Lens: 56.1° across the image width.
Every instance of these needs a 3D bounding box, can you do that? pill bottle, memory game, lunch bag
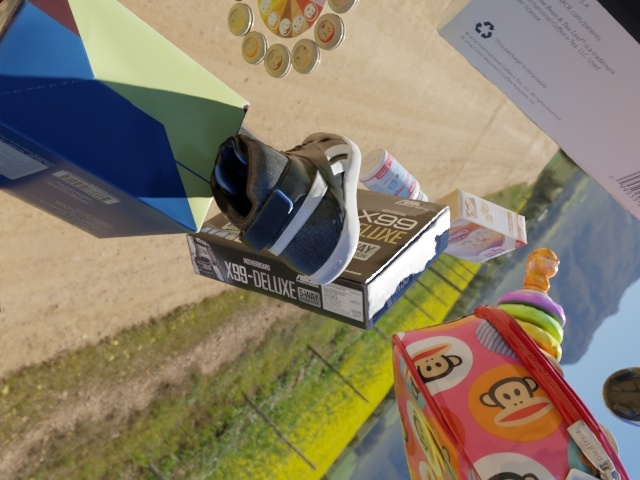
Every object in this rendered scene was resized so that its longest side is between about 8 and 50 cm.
[{"bbox_3d":[0.159,-0.122,1.317,0.087,0.160,0.087,-39,-153,25],"label":"pill bottle"},{"bbox_3d":[-0.036,-0.266,0.638,0.012,0.186,0.186,-13,141,-52],"label":"memory game"},{"bbox_3d":[0.154,0.224,0.474,0.120,0.258,0.293,-17,117,-3],"label":"lunch bag"}]

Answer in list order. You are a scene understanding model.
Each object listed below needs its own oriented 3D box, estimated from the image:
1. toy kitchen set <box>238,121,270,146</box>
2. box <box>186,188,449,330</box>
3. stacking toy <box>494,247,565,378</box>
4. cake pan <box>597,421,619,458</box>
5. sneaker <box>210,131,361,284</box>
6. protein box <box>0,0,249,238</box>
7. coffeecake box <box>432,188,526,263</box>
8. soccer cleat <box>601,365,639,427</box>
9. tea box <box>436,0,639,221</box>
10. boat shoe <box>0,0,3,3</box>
[{"bbox_3d":[-0.162,-0.110,1.116,0.166,0.207,0.122,-42,134,11],"label":"toy kitchen set"},{"bbox_3d":[0.000,0.000,0.884,0.242,0.308,0.076,-37,131,-44],"label":"box"},{"bbox_3d":[0.316,0.139,0.940,0.175,0.166,0.301,-28,-149,59],"label":"stacking toy"},{"bbox_3d":[0.365,0.412,0.998,0.293,0.054,0.293,-35,-175,4],"label":"cake pan"},{"bbox_3d":[-0.031,-0.065,0.524,0.079,0.121,0.216,-48,-156,24],"label":"sneaker"},{"bbox_3d":[-0.216,-0.104,0.541,0.200,0.201,0.135,33,67,-37],"label":"protein box"},{"bbox_3d":[0.304,-0.024,1.238,0.142,0.186,0.068,-33,-134,52],"label":"coffeecake box"},{"bbox_3d":[0.607,0.243,0.903,0.143,0.331,0.115,32,63,-48],"label":"soccer cleat"},{"bbox_3d":[0.347,-0.243,0.588,0.323,0.329,0.220,-57,-167,-30],"label":"tea box"},{"bbox_3d":[-0.619,-0.418,1.213,0.156,0.500,0.187,-49,-162,3],"label":"boat shoe"}]
